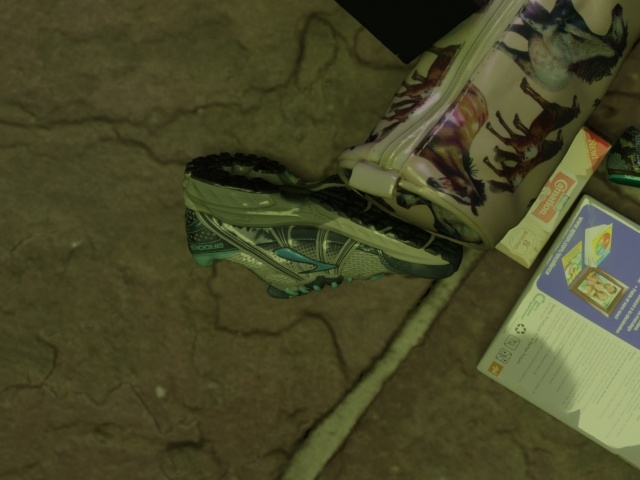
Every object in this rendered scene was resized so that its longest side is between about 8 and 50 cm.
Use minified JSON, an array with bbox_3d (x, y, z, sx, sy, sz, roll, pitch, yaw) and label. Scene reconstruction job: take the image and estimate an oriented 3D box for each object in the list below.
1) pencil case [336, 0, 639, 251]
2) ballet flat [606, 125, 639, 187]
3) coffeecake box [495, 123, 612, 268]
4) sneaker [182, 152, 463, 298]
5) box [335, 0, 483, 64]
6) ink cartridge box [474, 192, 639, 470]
[{"bbox_3d":[0.180,-0.177,1.463,0.160,0.183,0.410,29,81,40],"label":"pencil case"},{"bbox_3d":[0.364,-0.064,1.563,0.188,0.070,0.070,17,101,5],"label":"ballet flat"},{"bbox_3d":[0.162,-0.084,1.596,0.185,0.068,0.142,33,102,5],"label":"coffeecake box"},{"bbox_3d":[0.000,0.000,1.640,0.283,0.110,0.122,15,119,12],"label":"sneaker"},{"bbox_3d":[0.061,-0.310,1.450,0.184,0.261,0.103,36,131,-21],"label":"box"},{"bbox_3d":[0.289,0.092,1.608,0.208,0.045,0.206,32,103,6],"label":"ink cartridge box"}]
